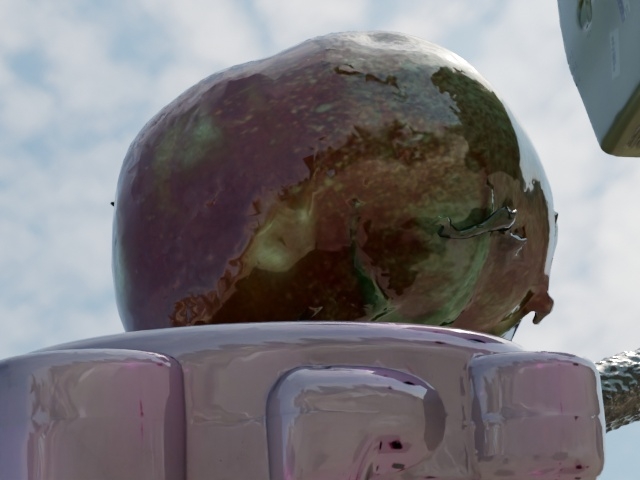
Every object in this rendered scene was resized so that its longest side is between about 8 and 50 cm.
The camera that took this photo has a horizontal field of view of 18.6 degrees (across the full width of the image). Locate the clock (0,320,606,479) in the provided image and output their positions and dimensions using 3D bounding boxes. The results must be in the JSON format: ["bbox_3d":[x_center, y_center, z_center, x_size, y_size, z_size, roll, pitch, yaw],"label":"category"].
[{"bbox_3d":[-0.028,0.118,1.058,0.322,0.113,0.295,-1,-14,-11],"label":"clock"}]

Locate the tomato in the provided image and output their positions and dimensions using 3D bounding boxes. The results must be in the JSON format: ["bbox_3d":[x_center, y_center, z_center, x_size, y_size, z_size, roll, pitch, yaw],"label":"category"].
[{"bbox_3d":[0.000,0.000,1.310,0.304,0.239,0.303,-24,-33,-16],"label":"tomato"}]

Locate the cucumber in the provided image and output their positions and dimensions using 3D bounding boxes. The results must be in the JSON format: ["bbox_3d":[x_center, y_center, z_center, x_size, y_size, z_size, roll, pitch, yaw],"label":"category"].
[{"bbox_3d":[0.212,0.147,1.700,0.294,0.067,0.067,-11,-45,-47],"label":"cucumber"}]

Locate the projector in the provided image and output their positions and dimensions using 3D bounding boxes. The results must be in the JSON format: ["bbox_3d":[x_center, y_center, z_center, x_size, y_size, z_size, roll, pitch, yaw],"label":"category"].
[{"bbox_3d":[0.221,-0.193,1.286,0.088,0.269,0.193,3,-29,-12],"label":"projector"}]
